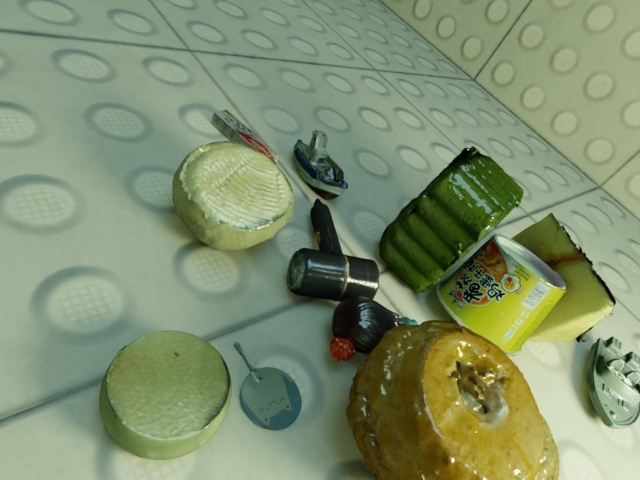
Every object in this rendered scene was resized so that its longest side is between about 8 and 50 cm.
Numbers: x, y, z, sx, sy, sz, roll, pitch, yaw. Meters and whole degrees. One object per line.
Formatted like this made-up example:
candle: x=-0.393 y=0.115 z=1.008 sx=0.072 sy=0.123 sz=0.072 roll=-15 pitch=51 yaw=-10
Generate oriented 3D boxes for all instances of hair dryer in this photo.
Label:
hair dryer: x=0.000 y=0.000 z=1.067 sx=0.189 sy=0.107 sz=0.352 roll=11 pitch=36 yaw=-22

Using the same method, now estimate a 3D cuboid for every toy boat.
toy boat: x=0.003 y=-0.223 z=1.268 sx=0.114 sy=0.115 sz=0.262 roll=-5 pitch=52 yaw=-37
toy boat: x=0.776 y=0.380 z=1.171 sx=0.141 sy=0.092 sz=0.319 roll=41 pitch=40 yaw=13

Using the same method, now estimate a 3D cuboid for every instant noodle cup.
instant noodle cup: x=0.444 y=0.120 z=1.093 sx=0.264 sy=0.200 sz=0.264 roll=26 pitch=24 yaw=-13

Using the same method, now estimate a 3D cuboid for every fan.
fan: x=-0.104 y=0.250 z=0.787 sx=0.113 sy=0.005 sz=0.175 roll=-18 pitch=60 yaw=-44

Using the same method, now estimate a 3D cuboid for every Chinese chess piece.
Chinese chess piece: x=-0.229 y=0.228 z=0.672 sx=0.188 sy=0.083 sz=0.188 roll=16 pitch=42 yaw=-15

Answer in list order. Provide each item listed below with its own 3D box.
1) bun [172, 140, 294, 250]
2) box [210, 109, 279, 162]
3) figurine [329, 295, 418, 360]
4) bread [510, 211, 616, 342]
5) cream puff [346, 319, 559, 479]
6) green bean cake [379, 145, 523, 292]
bun: x=-0.195 y=-0.084 z=0.963 sx=0.259 sy=0.152 sz=0.259 roll=12 pitch=55 yaw=-18
box: x=-0.213 y=-0.284 z=1.249 sx=0.218 sy=0.040 sz=0.055 roll=43 pitch=39 yaw=13
figurine: x=0.131 y=0.201 z=0.921 sx=0.245 sy=0.110 sz=0.138 roll=23 pitch=42 yaw=-25
bread: x=0.660 y=0.097 z=1.215 sx=0.242 sy=0.405 sz=0.346 roll=4 pitch=58 yaw=-16
cream puff: x=0.205 y=0.307 z=0.755 sx=0.342 sy=0.231 sz=0.327 roll=29 pitch=41 yaw=-11
green bean cake: x=0.324 y=-0.063 z=1.142 sx=0.218 sy=0.335 sz=0.319 roll=45 pitch=36 yaw=13
